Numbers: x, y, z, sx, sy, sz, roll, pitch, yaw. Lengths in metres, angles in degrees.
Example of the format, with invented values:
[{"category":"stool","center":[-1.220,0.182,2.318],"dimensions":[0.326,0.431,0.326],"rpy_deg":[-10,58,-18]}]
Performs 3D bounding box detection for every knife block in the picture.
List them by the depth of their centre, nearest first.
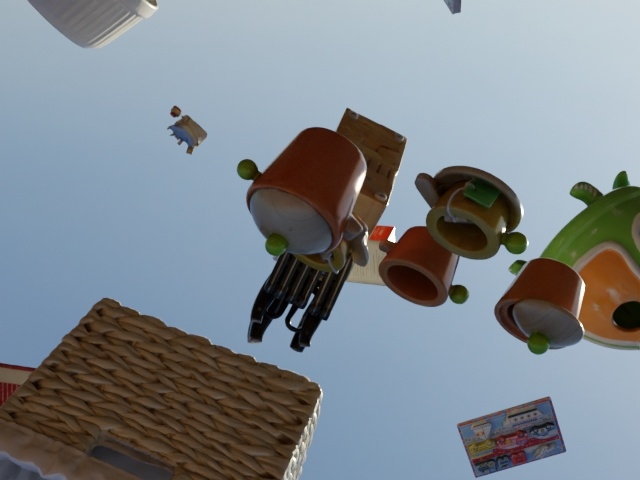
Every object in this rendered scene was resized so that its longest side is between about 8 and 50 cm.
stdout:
[{"category":"knife block","center":[0.000,0.000,1.224],"dimensions":[0.088,0.242,0.276],"rpy_deg":[27,-148,-4]}]

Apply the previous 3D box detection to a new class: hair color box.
[{"category":"hair color box","center":[0.027,0.014,1.345],"dimensions":[0.141,0.072,0.043],"rpy_deg":[6,-149,18]}]

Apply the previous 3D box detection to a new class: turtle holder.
[{"category":"turtle holder","center":[0.468,0.055,1.576],"dimensions":[0.227,0.243,0.320],"rpy_deg":[47,-172,27]}]

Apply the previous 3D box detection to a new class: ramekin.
[{"category":"ramekin","center":[-0.323,-0.349,1.341],"dimensions":[0.109,0.207,0.207],"rpy_deg":[-40,-160,8]}]

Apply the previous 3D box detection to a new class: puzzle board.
[{"category":"puzzle board","center":[0.254,0.263,1.354],"dimensions":[0.128,0.096,0.011],"rpy_deg":[-18,-152,7]}]

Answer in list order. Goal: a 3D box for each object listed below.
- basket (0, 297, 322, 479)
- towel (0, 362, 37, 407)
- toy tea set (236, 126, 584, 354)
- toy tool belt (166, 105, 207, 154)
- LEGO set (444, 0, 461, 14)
[{"category":"basket","center":[-0.203,0.292,1.215],"dimensions":[0.328,0.331,0.266],"rpy_deg":[21,-135,7]},{"category":"towel","center":[-0.502,0.349,1.652],"dimensions":[0.237,0.037,0.329],"rpy_deg":[13,-127,-22]},{"category":"toy tea set","center":[0.075,0.020,0.929],"dimensions":[0.336,0.200,0.124],"rpy_deg":[17,-122,25]},{"category":"toy tool belt","center":[-0.245,-0.195,1.813],"dimensions":[0.051,0.083,0.052],"rpy_deg":[-48,-178,-16]},{"category":"LEGO set","center":[0.155,-0.422,1.215],"dimensions":[0.060,0.244,0.182],"rpy_deg":[-11,-137,-8]}]
